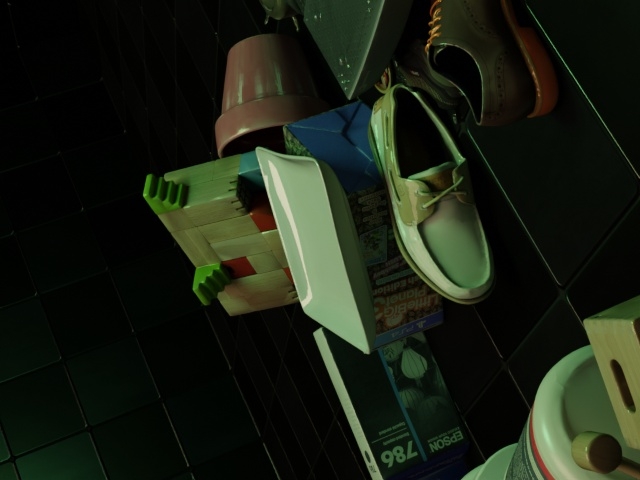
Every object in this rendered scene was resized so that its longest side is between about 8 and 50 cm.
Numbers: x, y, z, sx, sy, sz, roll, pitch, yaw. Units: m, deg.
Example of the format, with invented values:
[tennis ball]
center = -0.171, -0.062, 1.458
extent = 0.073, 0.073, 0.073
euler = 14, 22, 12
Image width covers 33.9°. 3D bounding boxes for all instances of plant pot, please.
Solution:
[plant pot]
center = -0.082, -0.237, 1.760
extent = 0.201, 0.201, 0.180
euler = 122, 141, -70

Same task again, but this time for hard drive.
[hard drive]
center = 0.050, -0.308, 1.208
extent = 0.255, 0.054, 0.172
euler = 107, 145, -47

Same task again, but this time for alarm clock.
[alarm clock]
center = -0.072, -0.441, 1.692
extent = 0.129, 0.064, 0.192
euler = -129, 28, -47

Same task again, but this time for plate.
[plate]
center = 0.000, 0.000, 1.499
extent = 0.278, 0.045, 0.277
euler = 22, 131, 68

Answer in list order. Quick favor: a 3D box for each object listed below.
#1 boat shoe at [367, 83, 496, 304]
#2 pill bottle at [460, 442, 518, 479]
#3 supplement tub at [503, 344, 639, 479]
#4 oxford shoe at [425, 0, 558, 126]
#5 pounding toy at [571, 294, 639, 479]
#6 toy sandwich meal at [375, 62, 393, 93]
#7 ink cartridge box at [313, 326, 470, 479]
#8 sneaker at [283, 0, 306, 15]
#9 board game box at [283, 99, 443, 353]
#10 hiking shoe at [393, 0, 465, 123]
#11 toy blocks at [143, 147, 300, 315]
[boat shoe]
center = 0.141, -0.063, 1.361
extent = 0.103, 0.113, 0.302
euler = 100, 147, -68
[pill bottle]
center = 0.252, 0.413, 1.395
extent = 0.210, 0.210, 0.363
euler = 61, 161, 27
[supplement tub]
center = 0.295, 0.248, 1.096
extent = 0.191, 0.191, 0.272
euler = 59, 160, 32
[oxford shoe]
center = 0.152, -0.242, 1.139
extent = 0.097, 0.098, 0.271
euler = 101, 146, -61
[pounding toy]
center = 0.300, 0.147, 0.937
extent = 0.181, 0.206, 0.094
euler = 70, 164, -2
[toy sandwich meal]
center = 0.074, -0.246, 1.503
extent = 0.085, 0.029, 0.086
euler = 57, 159, 36
[ink cartridge box]
center = 0.127, 0.269, 1.701
extent = 0.333, 0.165, 0.065
euler = 67, 162, 7
[sneaker]
center = -0.024, -0.417, 1.485
extent = 0.153, 0.101, 0.269
euler = 36, 145, 58
[board game box]
center = 0.066, -0.024, 1.593
extent = 0.232, 0.141, 0.291
euler = -130, 26, -49
[hiking shoe]
center = 0.109, -0.242, 1.301
extent = 0.227, 0.086, 0.114
euler = 57, 156, 34
[toy blocks]
center = -0.093, -0.016, 1.798
extent = 0.381, 0.260, 0.191
euler = 60, -156, -43
